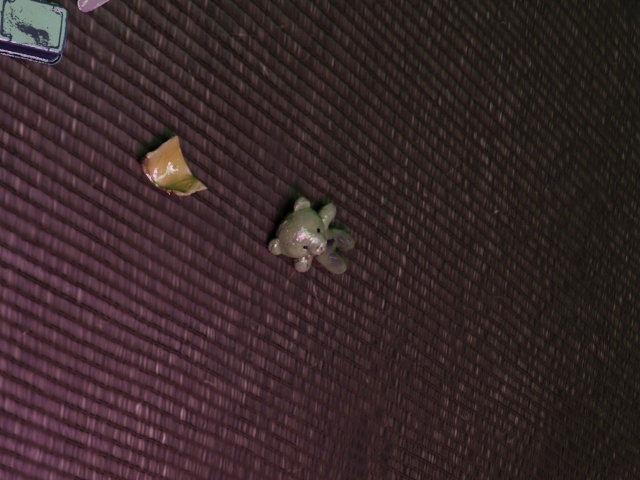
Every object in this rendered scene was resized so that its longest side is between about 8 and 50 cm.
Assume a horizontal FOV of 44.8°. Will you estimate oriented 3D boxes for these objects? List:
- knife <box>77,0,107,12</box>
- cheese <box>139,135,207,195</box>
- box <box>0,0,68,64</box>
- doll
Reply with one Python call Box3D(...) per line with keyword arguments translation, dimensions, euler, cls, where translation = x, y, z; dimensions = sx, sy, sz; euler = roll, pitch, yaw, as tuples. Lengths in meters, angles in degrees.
Box3D(translation=(-0.233, -0.389, 0.974), dimensions=(0.058, 0.032, 0.244), euler=(24, 88, -42), cls="knife")
Box3D(translation=(-0.195, -0.088, 1.033), dimensions=(0.060, 0.041, 0.084), euler=(-42, 102, -30), cls="cheese")
Box3D(translation=(-0.341, -0.250, 0.903), dimensions=(0.099, 0.054, 0.074), euler=(6, 92, -34), cls="box")
Box3D(translation=(0.000, 0.000, 1.162), dimensions=(0.150, 0.077, 0.115), euler=(24, 94, -45), cls="doll")
